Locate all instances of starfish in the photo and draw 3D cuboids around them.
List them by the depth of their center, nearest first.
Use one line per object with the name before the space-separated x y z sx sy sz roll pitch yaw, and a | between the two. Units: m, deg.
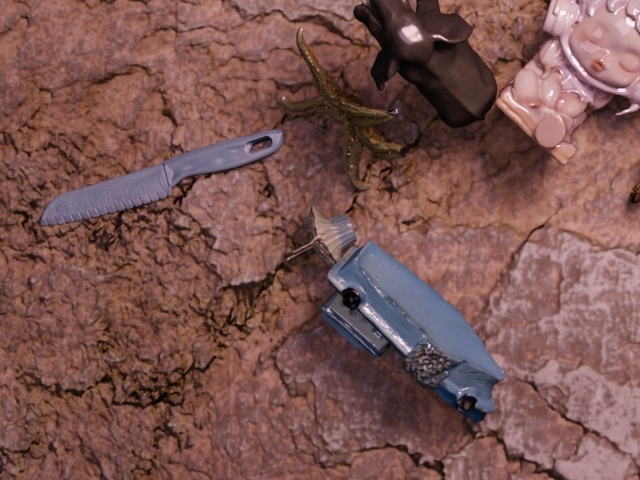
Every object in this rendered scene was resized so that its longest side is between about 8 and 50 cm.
starfish | 0.025 -0.142 1.918 0.050 0.217 0.223 -46 35 -20

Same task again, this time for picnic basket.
picnic basket | 0.000 0.000 1.966 0.083 0.065 0.083 -22 89 -6

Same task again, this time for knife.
knife | -0.185 -0.070 2.030 0.313 0.019 0.044 -16 89 13

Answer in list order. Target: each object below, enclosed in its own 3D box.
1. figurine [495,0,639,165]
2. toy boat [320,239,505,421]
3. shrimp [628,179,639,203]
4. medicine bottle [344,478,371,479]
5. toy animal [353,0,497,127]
figurine | 0.298 -0.199 1.867 0.237 0.141 0.162 -43 94 6
toy boat | 0.100 0.111 1.927 0.238 0.109 0.098 42 125 1
shrimp | 0.461 -0.075 1.880 0.253 0.058 0.173 -32 92 8
medicine bottle | -0.024 0.333 1.938 0.239 0.124 0.124 -9 87 10
toy animal | 0.114 -0.213 1.861 0.114 0.245 0.146 -40 44 24
